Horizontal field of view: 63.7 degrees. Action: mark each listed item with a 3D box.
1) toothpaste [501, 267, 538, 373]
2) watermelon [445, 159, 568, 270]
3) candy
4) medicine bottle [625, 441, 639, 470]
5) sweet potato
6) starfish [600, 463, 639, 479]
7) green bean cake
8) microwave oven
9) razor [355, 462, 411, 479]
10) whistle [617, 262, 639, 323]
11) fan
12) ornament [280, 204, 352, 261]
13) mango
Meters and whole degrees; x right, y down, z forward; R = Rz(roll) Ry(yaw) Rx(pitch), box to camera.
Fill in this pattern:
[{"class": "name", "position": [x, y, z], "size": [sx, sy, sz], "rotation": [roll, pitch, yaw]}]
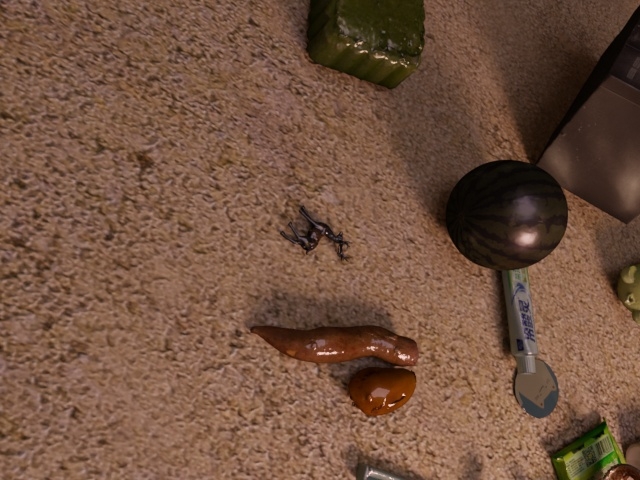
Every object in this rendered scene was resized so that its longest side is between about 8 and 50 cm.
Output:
[{"class": "toothpaste", "position": [0.388, 0.110, 1.015], "size": [0.075, 0.048, 0.296], "rotation": [8, 70, -21]}, {"class": "watermelon", "position": [0.339, -0.047, 0.942], "size": [0.212, 0.212, 0.212], "rotation": [5, 76, -22]}, {"class": "candy", "position": [0.525, 0.430, 1.007], "size": [0.178, 0.032, 0.102], "rotation": [-17, 88, -26]}, {"class": "medicine bottle", "position": [0.726, 0.445, 1.060], "size": [0.184, 0.086, 0.086], "rotation": [-1, 78, -24]}, {"class": "sweet potato", "position": [0.030, 0.167, 0.836], "size": [0.281, 0.059, 0.067], "rotation": [8, 46, -24]}, {"class": "starfish", "position": [0.512, 0.568, 0.921], "size": [0.303, 0.113, 0.312], "rotation": [-46, 106, -26]}, {"class": "green bean cake", "position": [0.088, -0.406, 0.968], "size": [0.214, 0.113, 0.200], "rotation": [9, 74, -22]}, {"class": "microwave oven", "position": [0.687, -0.307, 1.063], "size": [0.236, 0.374, 0.432], "rotation": [34, 67, 12]}, {"class": "razor", "position": [0.185, 0.427, 0.856], "size": [0.278, 0.056, 0.111], "rotation": [24, 68, -9]}, {"class": "whistle", "position": [0.765, 0.089, 1.148], "size": [0.289, 0.106, 0.131], "rotation": [-17, 92, -25]}, {"class": "fan", "position": [0.407, 0.264, 1.008], "size": [0.113, 0.005, 0.175], "rotation": [-37, 94, -27]}, {"class": "ornament", "position": [0.000, 0.000, 0.884], "size": [0.125, 0.028, 0.073], "rotation": [39, 65, -9]}, {"class": "mango", "position": [0.107, 0.246, 0.850], "size": [0.127, 0.063, 0.077], "rotation": [-4, 89, -25]}]
